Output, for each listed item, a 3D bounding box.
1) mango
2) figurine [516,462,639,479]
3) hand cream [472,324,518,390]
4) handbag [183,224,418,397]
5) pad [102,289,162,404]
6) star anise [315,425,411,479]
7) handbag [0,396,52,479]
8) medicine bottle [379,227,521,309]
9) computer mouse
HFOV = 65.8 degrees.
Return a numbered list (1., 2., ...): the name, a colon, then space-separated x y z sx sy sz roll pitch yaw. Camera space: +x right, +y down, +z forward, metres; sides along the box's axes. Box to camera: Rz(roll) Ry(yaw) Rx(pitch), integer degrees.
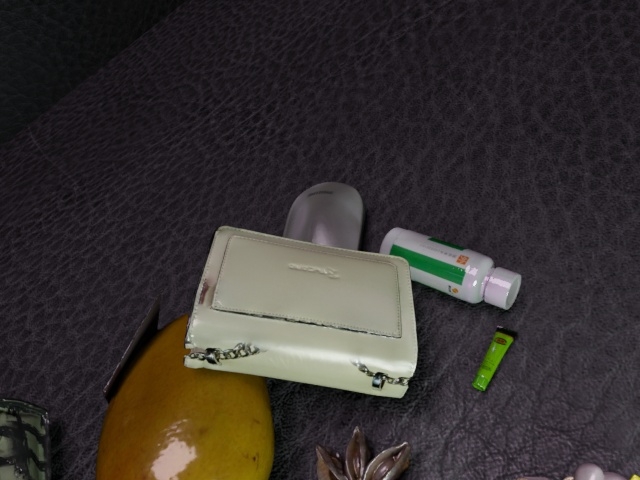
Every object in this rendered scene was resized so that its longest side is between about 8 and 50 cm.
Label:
1. mango: -0.226 0.303 0.862 0.300 0.232 0.445 -20 41 13
2. figurine: 0.335 0.358 0.639 0.229 0.112 0.137 -12 77 25
3. hand cream: 0.294 0.199 0.841 0.036 0.023 0.122 18 59 38
4. handbag: -0.028 0.130 0.846 0.359 0.160 0.236 10 38 -5
5. pad: -0.367 0.227 0.982 0.005 0.299 0.202 26 60 -7
6. star anise: 0.080 0.392 0.748 0.197 0.073 0.212 -11 52 21
7. handbag: -0.663 0.522 0.923 0.325 0.162 0.327 -38 50 2
8. medicine bottle: 0.239 0.052 0.936 0.260 0.095 0.095 23 65 37
9. computer mouse: -0.003 -0.003 1.097 0.197 0.095 0.330 -10 50 23
